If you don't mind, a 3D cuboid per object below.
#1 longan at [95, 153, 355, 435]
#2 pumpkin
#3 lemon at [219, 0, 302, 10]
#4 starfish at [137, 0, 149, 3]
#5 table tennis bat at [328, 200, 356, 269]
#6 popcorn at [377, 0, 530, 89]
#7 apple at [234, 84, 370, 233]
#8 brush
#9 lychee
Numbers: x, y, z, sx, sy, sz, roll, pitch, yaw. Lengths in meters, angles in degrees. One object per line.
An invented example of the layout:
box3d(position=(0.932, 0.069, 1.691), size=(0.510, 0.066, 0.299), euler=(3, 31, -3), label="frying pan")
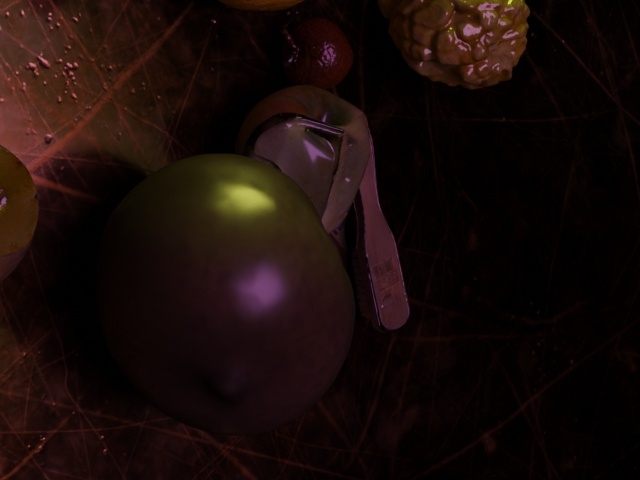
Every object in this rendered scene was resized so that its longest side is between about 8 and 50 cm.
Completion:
box3d(position=(-0.118, 0.073, 1.622), size=(0.361, 0.361, 0.361), euler=(-5, 97, -40), label="longan")
box3d(position=(-0.416, -0.028, 1.518), size=(0.217, 0.110, 0.218), euler=(2, 87, -42), label="pumpkin")
box3d(position=(-0.064, -0.423, 1.702), size=(0.240, 0.219, 0.241), euler=(-7, 101, -36), label="lemon")
box3d(position=(-0.269, -0.444, 1.547), size=(0.311, 0.113, 0.303), euler=(3, 101, -12), label="starfish")
box3d(position=(0.000, 0.000, 1.927), size=(0.274, 0.021, 0.154), euler=(-54, 127, -22), label="table tennis bat")
box3d(position=(0.210, -0.338, 1.970), size=(0.235, 0.216, 0.181), euler=(-19, 133, -44), label="popcorn")
box3d(position=(-0.029, -0.110, 1.794), size=(0.207, 0.174, 0.188), euler=(-12, 132, -41), label="apple")
box3d(position=(0.066, -0.021, 1.939), size=(0.070, 0.065, 0.328), euler=(-19, 103, -35), label="brush")
box3d(position=(-0.014, -0.273, 1.834), size=(0.140, 0.101, 0.114), euler=(24, 118, -26), label="lychee")
